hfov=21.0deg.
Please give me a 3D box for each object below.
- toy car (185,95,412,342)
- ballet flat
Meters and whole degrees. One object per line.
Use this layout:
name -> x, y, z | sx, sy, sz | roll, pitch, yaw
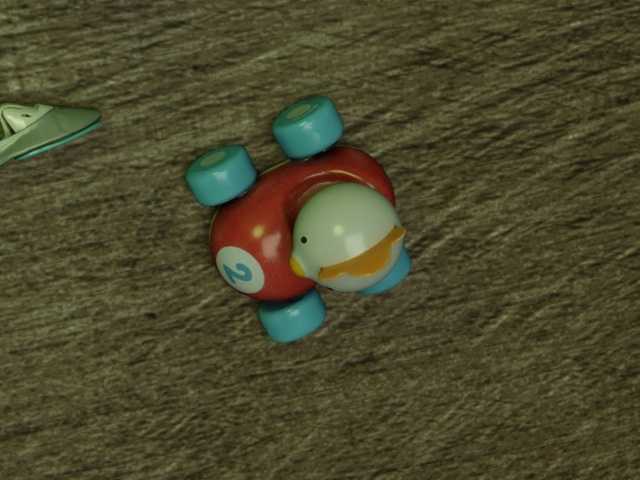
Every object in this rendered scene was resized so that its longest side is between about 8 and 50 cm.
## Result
toy car -> 0.000, 0.000, 1.793 | 0.210, 0.238, 0.219 | -29, 111, -6
ballet flat -> -0.329, -0.102, 1.762 | 0.213, 0.072, 0.068 | -28, 105, -7
